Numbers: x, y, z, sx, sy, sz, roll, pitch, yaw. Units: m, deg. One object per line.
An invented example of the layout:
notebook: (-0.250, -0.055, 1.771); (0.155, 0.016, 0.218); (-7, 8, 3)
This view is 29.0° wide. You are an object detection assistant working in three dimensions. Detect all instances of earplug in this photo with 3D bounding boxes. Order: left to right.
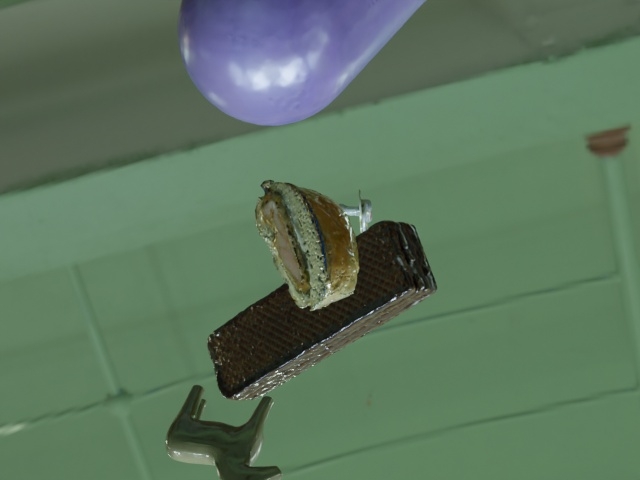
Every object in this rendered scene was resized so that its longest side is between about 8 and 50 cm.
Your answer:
earplug: (0.022, -0.288, 1.208); (0.215, 0.215, 0.456); (5, -136, 36)

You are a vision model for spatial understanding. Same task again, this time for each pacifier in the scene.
pacifier: (0.054, -0.045, 2.065); (0.064, 0.083, 0.068); (0, -118, 4)

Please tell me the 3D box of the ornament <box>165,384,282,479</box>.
ornament: (-0.163, 0.362, 2.186); (0.230, 0.061, 0.245); (6, -145, 14)

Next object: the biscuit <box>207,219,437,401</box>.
biscuit: (-0.009, 0.104, 1.708); (0.388, 0.107, 0.073); (-34, 154, 35)

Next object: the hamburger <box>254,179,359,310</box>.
hamburger: (0.003, -0.003, 1.417); (0.102, 0.087, 0.176); (-2, -134, -35)
